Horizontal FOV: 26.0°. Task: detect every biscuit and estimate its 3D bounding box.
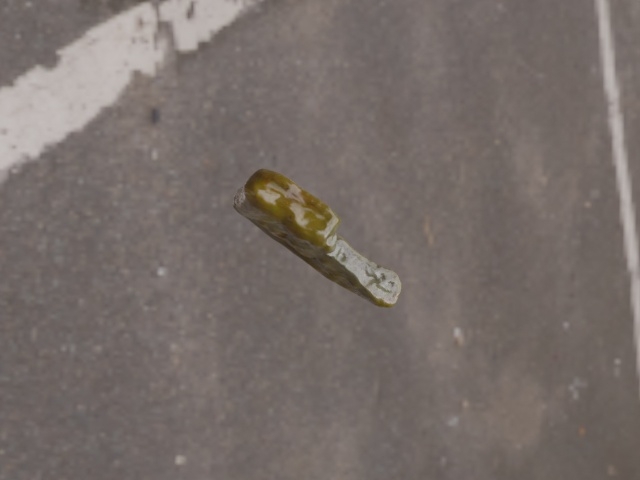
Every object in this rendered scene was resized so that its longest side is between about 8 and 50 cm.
[{"bbox_3d":[0.000,0.000,1.185,0.039,0.174,0.183,-55,180,-6],"label":"biscuit"}]
